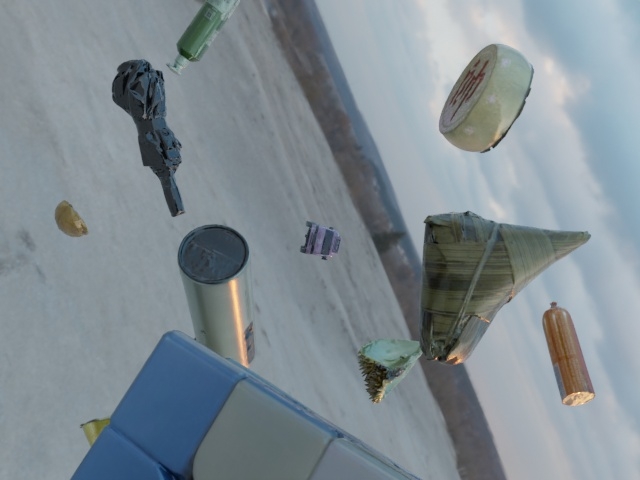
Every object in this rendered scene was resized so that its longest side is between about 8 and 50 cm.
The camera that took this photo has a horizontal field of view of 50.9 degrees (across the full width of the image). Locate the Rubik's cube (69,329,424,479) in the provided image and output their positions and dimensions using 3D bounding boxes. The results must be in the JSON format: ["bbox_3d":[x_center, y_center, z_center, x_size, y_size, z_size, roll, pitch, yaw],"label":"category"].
[{"bbox_3d":[-0.055,0.352,0.706,0.346,0.344,0.346,24,-13,30],"label":"Rubik's cube"}]

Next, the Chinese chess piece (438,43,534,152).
[{"bbox_3d":[0.406,-0.349,1.661,0.112,0.270,0.270,26,19,-12],"label":"Chinese chess piece"}]

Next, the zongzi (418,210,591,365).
[{"bbox_3d":[0.324,0.094,1.214,0.134,0.288,0.286,-18,112,-72],"label":"zongzi"}]

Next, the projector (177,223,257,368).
[{"bbox_3d":[-0.161,0.110,1.094,0.338,0.108,0.108,95,-19,-56],"label":"projector"}]

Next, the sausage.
[{"bbox_3d":[0.699,0.311,1.928,0.093,0.092,0.312,60,21,-48],"label":"sausage"}]

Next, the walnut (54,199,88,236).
[{"bbox_3d":[-0.599,-0.043,1.602,0.091,0.052,0.121,45,-21,12],"label":"walnut"}]

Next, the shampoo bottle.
[{"bbox_3d":[-0.252,-0.439,1.419,0.065,0.205,0.065,36,6,-4],"label":"shampoo bottle"}]

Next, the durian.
[{"bbox_3d":[0.168,0.302,1.653,0.252,0.139,0.144,-6,66,-61],"label":"durian"}]

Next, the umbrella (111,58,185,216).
[{"bbox_3d":[-0.354,-0.216,1.441,0.118,0.118,0.340,-78,155,-79],"label":"umbrella"}]

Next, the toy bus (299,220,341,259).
[{"bbox_3d":[0.000,0.000,1.997,0.199,0.108,0.096,-124,-133,-87],"label":"toy bus"}]

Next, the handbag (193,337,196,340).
[{"bbox_3d":[-0.292,0.491,1.915,0.316,0.180,0.416,-5,-72,58],"label":"handbag"}]

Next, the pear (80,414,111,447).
[{"bbox_3d":[-0.512,0.556,1.850,0.267,0.266,0.178,43,33,-75],"label":"pear"}]
